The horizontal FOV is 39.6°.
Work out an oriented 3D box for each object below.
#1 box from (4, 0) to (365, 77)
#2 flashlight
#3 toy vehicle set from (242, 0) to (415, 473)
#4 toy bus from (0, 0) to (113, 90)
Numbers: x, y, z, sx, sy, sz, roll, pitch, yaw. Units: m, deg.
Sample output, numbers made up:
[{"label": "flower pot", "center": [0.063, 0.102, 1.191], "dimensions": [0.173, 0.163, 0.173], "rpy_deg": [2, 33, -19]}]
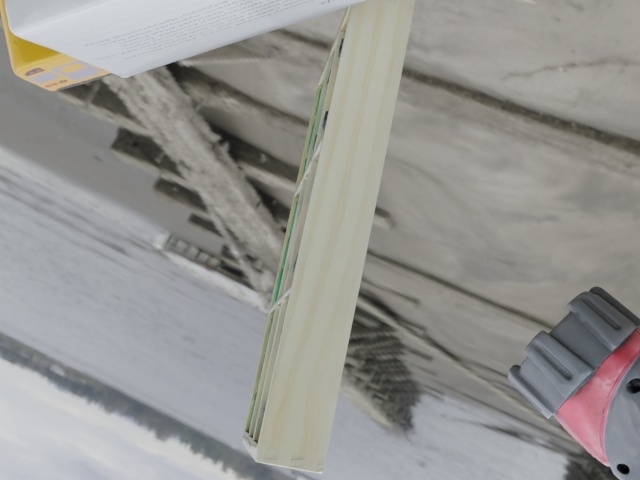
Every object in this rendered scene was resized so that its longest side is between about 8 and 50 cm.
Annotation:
[{"label": "box", "center": [-0.066, -0.198, 0.443], "dimensions": [0.182, 0.181, 0.119], "rpy_deg": [-15, 175, 14]}, {"label": "flashlight", "center": [0.276, 0.167, 0.626], "dimensions": [0.304, 0.103, 0.103], "rpy_deg": [43, 170, 20]}, {"label": "toy vehicle set", "center": [0.000, 0.000, 0.549], "dimensions": [0.035, 0.267, 0.166], "rpy_deg": [13, 168, -5]}, {"label": "toy bus", "center": [-0.289, -0.334, 0.948], "dimensions": [0.108, 0.333, 0.130], "rpy_deg": [-14, 174, 11]}]
